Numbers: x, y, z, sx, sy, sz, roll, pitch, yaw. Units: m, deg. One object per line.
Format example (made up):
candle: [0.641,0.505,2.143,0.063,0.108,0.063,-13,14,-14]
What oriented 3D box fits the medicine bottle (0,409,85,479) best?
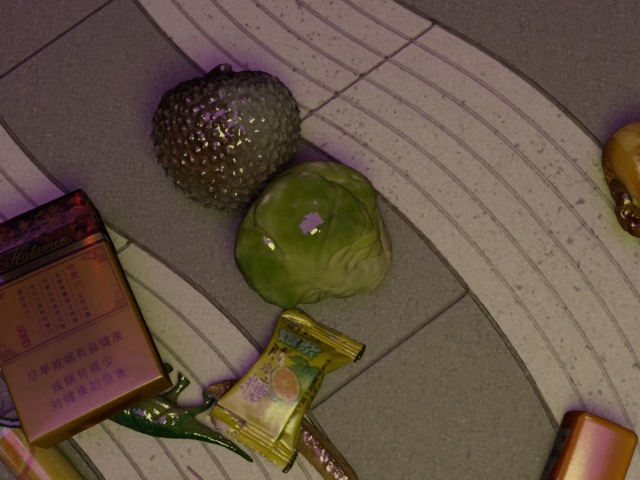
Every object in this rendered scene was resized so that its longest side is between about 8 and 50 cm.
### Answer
medicine bottle: [-0.465,0.503,1.441,0.108,0.108,0.426,-45,79,-5]

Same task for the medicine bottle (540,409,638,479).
medicine bottle: [0.463,0.423,1.354,0.112,0.149,0.222,22,81,10]

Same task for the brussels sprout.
brussels sprout: [-0.004,-0.012,1.426,0.316,0.243,0.274,-1,110,-17]

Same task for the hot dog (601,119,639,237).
hot dog: [0.723,-0.072,1.421,0.405,0.185,0.223,14,78,8]

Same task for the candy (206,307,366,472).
candy: [-0.059,0.268,1.439,0.187,0.081,0.297,30,57,7]

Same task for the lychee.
lychee: [-0.174,-0.201,1.481,0.299,0.300,0.300,-1,78,5]

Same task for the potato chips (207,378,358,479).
potato chips: [-0.040,0.385,1.453,0.407,0.057,0.080,39,87,12]

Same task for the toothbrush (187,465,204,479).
toothbrush: [-0.223,0.471,1.476,0.097,0.008,0.006,39,70,12]

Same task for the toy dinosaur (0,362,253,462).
toy dinosaur: [-0.367,0.361,1.443,0.447,0.087,0.301,39,69,5]

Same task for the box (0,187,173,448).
box: [-0.476,0.135,1.416,0.264,0.116,0.415,-26,72,-10]
